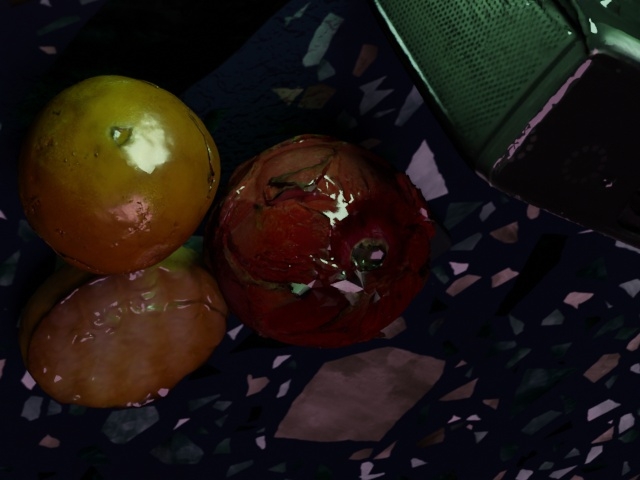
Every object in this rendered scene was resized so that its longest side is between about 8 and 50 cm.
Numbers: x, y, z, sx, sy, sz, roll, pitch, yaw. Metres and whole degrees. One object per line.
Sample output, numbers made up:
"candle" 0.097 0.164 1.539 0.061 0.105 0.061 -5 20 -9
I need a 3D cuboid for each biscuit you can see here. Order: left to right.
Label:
"biscuit" -0.271 0.111 2.111 0.296 0.102 0.296 -16 140 -14

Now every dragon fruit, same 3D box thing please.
"dragon fruit" 0.000 0.000 1.985 0.295 0.301 0.296 0 90 -24

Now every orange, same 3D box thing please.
"orange" -0.244 -0.079 1.835 0.240 0.240 0.240 -13 137 -13

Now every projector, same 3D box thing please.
"projector" 0.299 -0.220 1.814 0.395 0.405 0.242 18 122 -36

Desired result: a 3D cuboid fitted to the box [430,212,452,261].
"box" 0.064 0.021 2.211 0.230 0.050 0.160 -35 136 11
